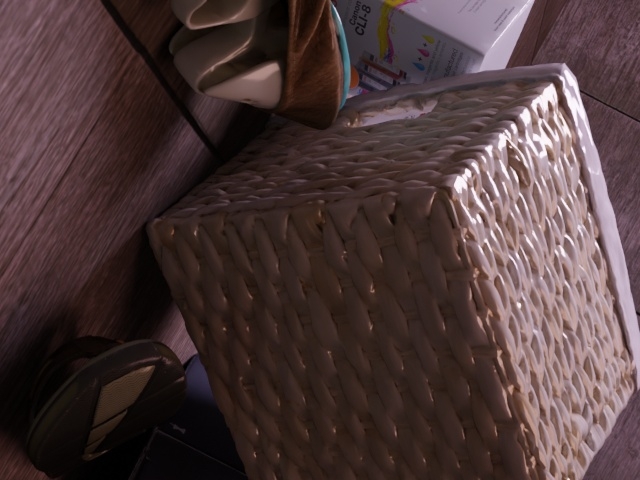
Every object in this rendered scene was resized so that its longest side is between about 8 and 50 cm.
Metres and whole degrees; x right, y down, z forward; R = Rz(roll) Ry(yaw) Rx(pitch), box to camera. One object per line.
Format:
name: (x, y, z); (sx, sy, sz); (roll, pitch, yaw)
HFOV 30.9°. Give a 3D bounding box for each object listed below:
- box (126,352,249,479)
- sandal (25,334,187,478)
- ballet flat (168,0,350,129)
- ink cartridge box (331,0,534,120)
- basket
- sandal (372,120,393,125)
box: (-0.141, 0.318, 1.250); (0.294, 0.182, 0.296); (-63, -178, 9)
sandal: (-0.189, 0.126, 0.919); (0.120, 0.086, 0.303); (-20, 170, -23)
ballet flat: (-0.045, -0.168, 0.789); (0.124, 0.116, 0.342); (-35, 161, -19)
ink cartridge box: (0.092, -0.205, 1.129); (0.127, 0.176, 0.128); (-50, 165, -38)
basket: (0.075, 0.055, 1.034); (0.266, 0.328, 0.331); (-43, 120, -48)
sandal: (0.070, -0.114, 1.532); (0.254, 0.097, 0.054); (-27, 144, -54)
